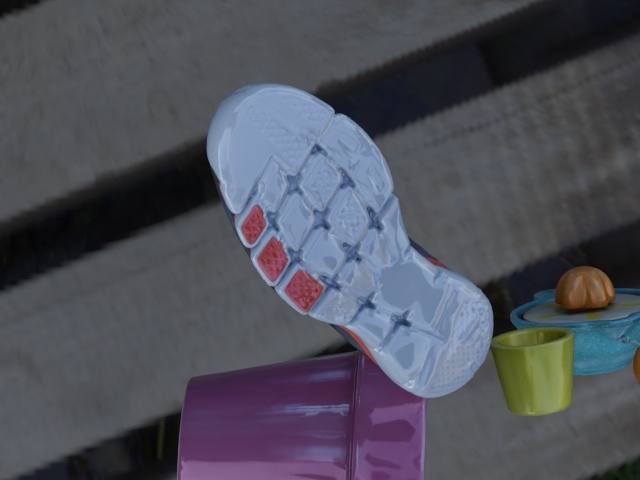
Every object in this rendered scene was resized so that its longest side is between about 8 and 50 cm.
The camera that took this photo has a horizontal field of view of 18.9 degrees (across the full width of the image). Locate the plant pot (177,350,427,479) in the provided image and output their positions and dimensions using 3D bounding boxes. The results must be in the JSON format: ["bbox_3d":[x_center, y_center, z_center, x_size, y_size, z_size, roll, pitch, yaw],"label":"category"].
[{"bbox_3d":[-0.011,0.170,1.441,0.180,0.201,0.201,2,101,2],"label":"plant pot"}]

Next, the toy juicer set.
[{"bbox_3d":[0.268,0.063,1.658,0.209,0.329,0.090,-6,99,14],"label":"toy juicer set"}]

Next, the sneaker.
[{"bbox_3d":[0.000,0.000,0.698,0.061,0.065,0.158,-46,128,-10],"label":"sneaker"}]
